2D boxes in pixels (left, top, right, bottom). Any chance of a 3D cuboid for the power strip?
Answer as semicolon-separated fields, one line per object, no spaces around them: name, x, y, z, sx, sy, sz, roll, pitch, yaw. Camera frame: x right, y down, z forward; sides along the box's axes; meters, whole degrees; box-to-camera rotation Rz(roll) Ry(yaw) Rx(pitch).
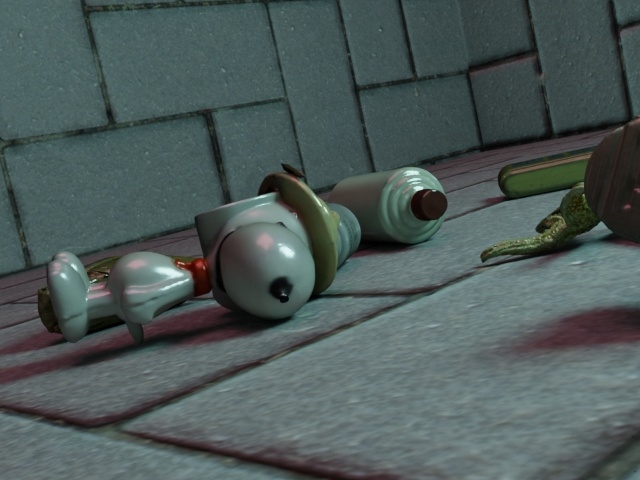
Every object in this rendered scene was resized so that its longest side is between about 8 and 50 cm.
power strip;0.488;-0.136;1.403;0.387;0.066;0.092;-11;8;11

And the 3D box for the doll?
doll;-0.120;0.015;0.848;0.271;0.144;0.208;-7;16;9

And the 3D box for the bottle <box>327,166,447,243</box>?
bottle;0.099;-0.046;1.173;0.104;0.104;0.245;-15;6;-21

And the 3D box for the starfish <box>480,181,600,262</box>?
starfish;0.260;-0.032;0.861;0.223;0.050;0.217;-28;-3;-4

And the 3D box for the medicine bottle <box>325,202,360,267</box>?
medicine bottle;0.000;0.000;1.039;0.080;0.080;0.130;-11;7;15

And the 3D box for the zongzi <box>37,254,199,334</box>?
zongzi;-0.217;0.059;0.981;0.176;0.078;0.160;-6;13;20

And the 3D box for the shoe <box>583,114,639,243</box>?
shoe;0.285;-0.012;0.534;0.227;0.099;0.125;13;-10;22
